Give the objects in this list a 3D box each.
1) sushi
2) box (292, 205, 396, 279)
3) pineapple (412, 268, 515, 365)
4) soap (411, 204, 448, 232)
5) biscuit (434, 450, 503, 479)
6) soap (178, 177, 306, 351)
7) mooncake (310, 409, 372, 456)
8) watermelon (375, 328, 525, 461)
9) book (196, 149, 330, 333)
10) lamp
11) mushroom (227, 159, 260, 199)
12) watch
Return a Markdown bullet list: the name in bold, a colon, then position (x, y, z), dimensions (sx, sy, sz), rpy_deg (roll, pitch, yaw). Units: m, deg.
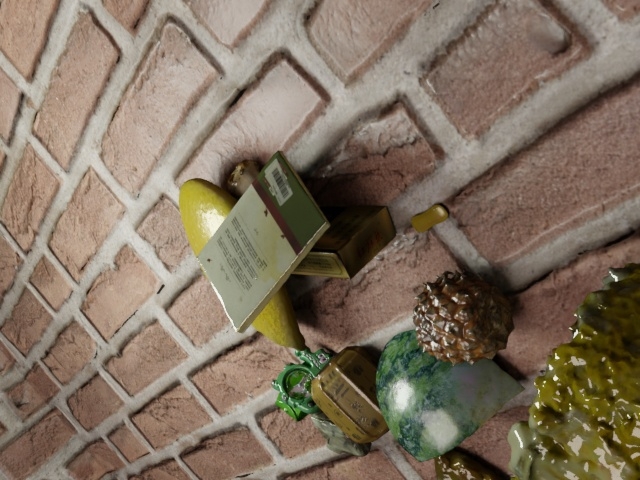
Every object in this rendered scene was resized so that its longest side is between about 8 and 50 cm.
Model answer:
- **sushi**: position (0.428, 0.229, 1.122), dimensions (0.240, 0.351, 0.396), rpy_deg (27, 140, 27)
- **box**: position (0.000, 0.000, 1.521), dimensions (0.240, 0.159, 0.071), rpy_deg (2, 126, 43)
- **pineapple**: position (0.229, 0.133, 1.413), dimensions (0.193, 0.166, 0.166), rpy_deg (-11, 114, 49)
- **soap**: position (0.187, -0.038, 1.416), dimensions (0.034, 0.012, 0.089), rpy_deg (51, 144, -4)
- **biscuit**: position (0.324, 0.583, 1.787), dimensions (0.329, 0.078, 0.335), rpy_deg (-24, 106, 48)
- **soap**: position (-0.176, 0.055, 1.745), dimensions (0.306, 0.115, 0.427), rpy_deg (33, 150, 49)
- **mooncake**: position (0.057, 0.449, 1.938), dimensions (0.130, 0.073, 0.125), rpy_deg (3, 128, 46)
- **watermelon**: position (0.232, 0.280, 1.558), dimensions (0.260, 0.176, 0.256), rpy_deg (-42, 51, 55)
- **book**: position (-0.112, 0.003, 1.493), dimensions (0.289, 0.026, 0.201), rpy_deg (-50, 55, 25)
- **lamp**: position (0.081, 0.325, 1.738), dimensions (0.185, 0.161, 0.161), rpy_deg (47, 144, 4)
- **mushroom**: position (-0.107, -0.084, 1.583), dimensions (0.209, 0.071, 0.084), rpy_deg (40, 103, 44)
- **watch**: position (-0.024, 0.334, 1.886), dimensions (0.131, 0.165, 0.152), rpy_deg (33, 166, 18)
